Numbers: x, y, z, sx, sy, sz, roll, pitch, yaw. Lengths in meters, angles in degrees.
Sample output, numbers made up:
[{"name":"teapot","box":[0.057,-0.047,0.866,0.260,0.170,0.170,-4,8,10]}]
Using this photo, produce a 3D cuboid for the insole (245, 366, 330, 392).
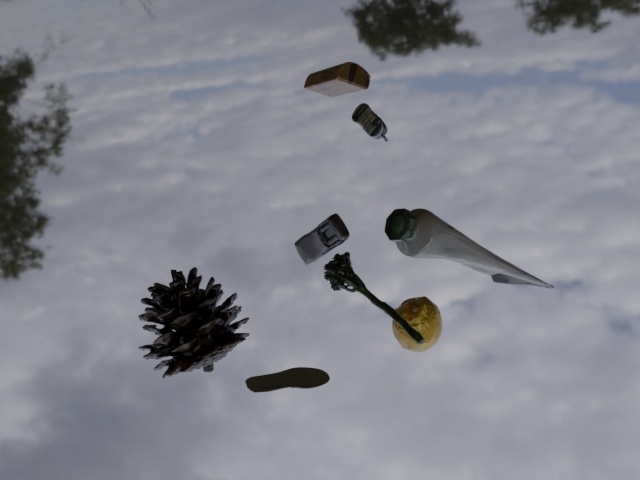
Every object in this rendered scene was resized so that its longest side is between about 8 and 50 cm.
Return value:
[{"name":"insole","box":[-0.066,0.285,1.940,0.188,0.004,0.064,-4,-143,-28]}]

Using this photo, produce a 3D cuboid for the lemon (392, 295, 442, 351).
[{"name":"lemon","box":[0.212,0.182,2.081,0.114,0.155,0.114,-2,-124,4]}]

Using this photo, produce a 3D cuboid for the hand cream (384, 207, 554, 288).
[{"name":"hand cream","box":[0.231,0.024,1.505,0.336,0.076,0.121,22,173,-41]}]

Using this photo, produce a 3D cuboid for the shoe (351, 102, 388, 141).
[{"name":"shoe","box":[0.142,-0.335,2.679,0.064,0.071,0.143,-49,-131,11]}]

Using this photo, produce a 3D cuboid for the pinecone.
[{"name":"pinecone","box":[-0.233,0.144,1.679,0.207,0.208,0.208,-11,-161,4]}]

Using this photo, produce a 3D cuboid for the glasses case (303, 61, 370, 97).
[{"name":"glasses case","box":[0.031,-0.298,1.754,0.064,0.041,0.170,16,177,-21]}]

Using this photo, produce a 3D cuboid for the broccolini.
[{"name":"broccolini","box":[0.103,0.116,1.865,0.254,0.071,0.057,40,-149,25]}]

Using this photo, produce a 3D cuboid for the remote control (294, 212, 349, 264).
[{"name":"remote control","box":[0.000,0.000,1.854,0.028,0.059,0.212,-33,178,-27]}]
